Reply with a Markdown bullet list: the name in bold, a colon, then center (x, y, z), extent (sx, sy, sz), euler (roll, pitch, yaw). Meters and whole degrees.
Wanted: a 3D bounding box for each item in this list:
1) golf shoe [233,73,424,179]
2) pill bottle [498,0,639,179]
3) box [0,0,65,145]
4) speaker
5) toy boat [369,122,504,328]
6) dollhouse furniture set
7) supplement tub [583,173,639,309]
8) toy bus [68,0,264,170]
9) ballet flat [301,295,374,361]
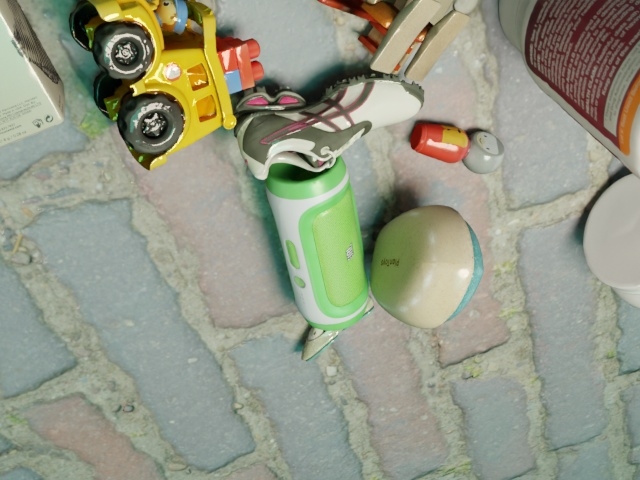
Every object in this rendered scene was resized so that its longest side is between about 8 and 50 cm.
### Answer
- **golf shoe**: center (0.017, -0.154, 1.087), extent (0.272, 0.120, 0.105), euler (-10, 162, -8)
- **pill bottle**: center (0.392, -0.242, 0.981), extent (0.224, 0.392, 0.224), euler (-9, 129, -12)
- **box**: center (-0.397, -0.253, 0.896), extent (0.094, 0.113, 0.275), euler (-21, 131, -2)
- **speaker**: center (0.000, 0.000, 1.208), extent (0.131, 0.131, 0.297), euler (-17, 129, -5)
- **toy boat**: center (0.190, -0.020, 1.207), extent (0.148, 0.267, 0.318), euler (11, 90, -18)
- **dollhouse furniture set**: center (0.048, -0.286, 0.942), extent (0.259, 0.262, 0.135), euler (-5, 137, -55)
- **supplement tub**: center (0.648, 0.027, 1.368), extent (0.331, 0.241, 0.241), euler (19, 118, -29)
- **toy bus**: center (-0.181, -0.229, 0.976), extent (0.211, 0.149, 0.220), euler (-25, 128, -16)
- **ballet flat**: center (0.020, 0.144, 1.382), extent (0.168, 0.057, 0.052), euler (-40, 100, 9)
